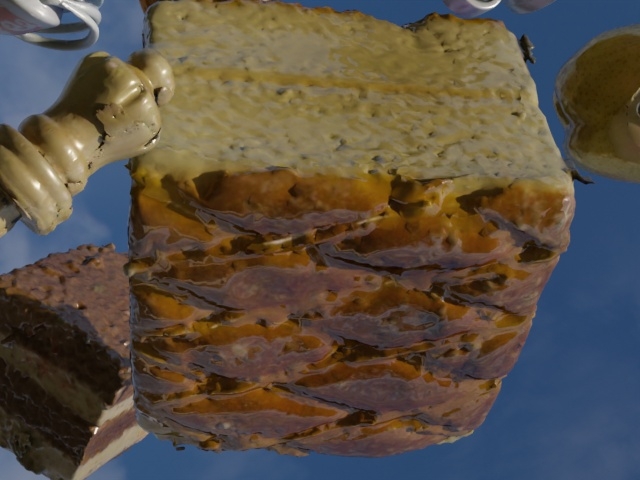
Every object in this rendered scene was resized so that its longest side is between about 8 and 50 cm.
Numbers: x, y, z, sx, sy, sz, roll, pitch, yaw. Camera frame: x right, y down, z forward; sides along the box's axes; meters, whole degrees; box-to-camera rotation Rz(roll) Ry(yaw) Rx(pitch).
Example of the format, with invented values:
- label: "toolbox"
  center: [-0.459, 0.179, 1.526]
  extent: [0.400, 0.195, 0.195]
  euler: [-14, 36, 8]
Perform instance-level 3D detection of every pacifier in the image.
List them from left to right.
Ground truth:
- label: "pacifier"
  center: [-0.484, -0.466, 1.573]
  extent: [0.300, 0.244, 0.233]
  euler: [1, -100, 38]

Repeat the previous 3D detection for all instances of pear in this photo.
- label: "pear"
  center: [0.322, -0.139, 0.947]
  extent: [0.178, 0.178, 0.178]
  euler: [-3, -99, 22]

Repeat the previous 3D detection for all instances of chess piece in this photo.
- label: "chess piece"
  center: [-0.128, -0.022, 0.390]
  extent: [0.060, 0.060, 0.172]
  euler: [39, -110, 23]

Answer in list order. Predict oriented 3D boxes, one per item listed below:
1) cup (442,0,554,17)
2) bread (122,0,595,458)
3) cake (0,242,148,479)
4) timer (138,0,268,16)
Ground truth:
- label: "cup"
  center: [0.180, -0.333, 0.888]
  extent: [0.167, 0.202, 0.221]
  euler: [-35, -156, 37]
- label: "bread"
  center: [0.000, 0.000, 0.657]
  extent: [0.279, 0.279, 0.207]
  euler: [3, -135, -13]
- label: "cake"
  center: [-0.355, 0.185, 1.387]
  extent: [0.256, 0.282, 0.290]
  euler: [33, -66, 15]
- label: "timer"
  center: [-0.062, -0.233, 0.789]
  extent: [0.132, 0.152, 0.132]
  euler: [18, -63, 42]
